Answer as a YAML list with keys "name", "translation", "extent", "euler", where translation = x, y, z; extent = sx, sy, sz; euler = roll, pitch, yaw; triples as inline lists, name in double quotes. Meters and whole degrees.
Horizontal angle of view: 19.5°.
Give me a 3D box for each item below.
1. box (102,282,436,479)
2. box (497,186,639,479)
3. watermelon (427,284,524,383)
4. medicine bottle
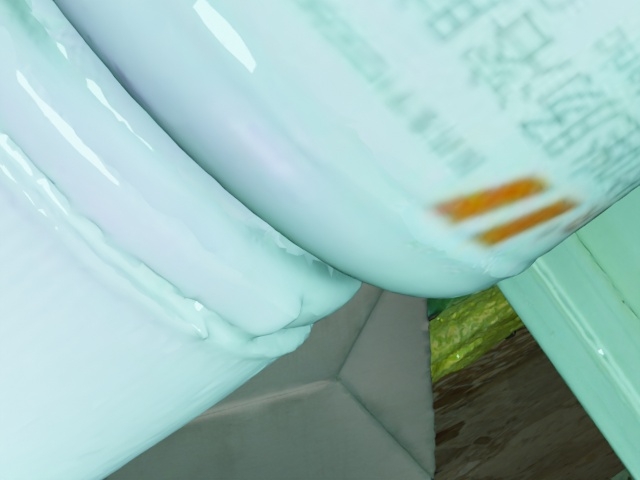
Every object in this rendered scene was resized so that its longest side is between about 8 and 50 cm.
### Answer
- name: "box"
  translation: [-0.052, 0.051, 0.891]
  extent: [0.215, 0.086, 0.215]
  euler: [-13, 135, -10]
- name: "box"
  translation: [0.214, -0.093, 0.717]
  extent: [0.344, 0.352, 0.177]
  euler: [-39, 161, 14]
- name: "watermelon"
  translation: [0.053, 0.028, 1.131]
  extent: [0.232, 0.127, 0.204]
  euler: [-23, 166, -29]
- name: "medicine bottle"
  translation: [-0.011, -0.092, 0.507]
  extent: [0.302, 0.241, 0.241]
  euler: [-37, 162, 17]
